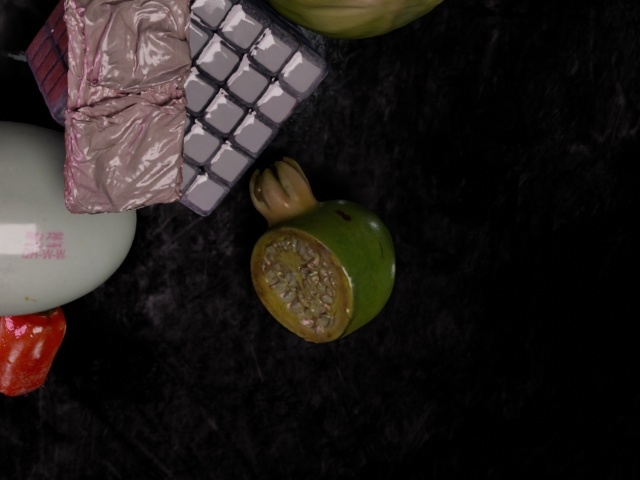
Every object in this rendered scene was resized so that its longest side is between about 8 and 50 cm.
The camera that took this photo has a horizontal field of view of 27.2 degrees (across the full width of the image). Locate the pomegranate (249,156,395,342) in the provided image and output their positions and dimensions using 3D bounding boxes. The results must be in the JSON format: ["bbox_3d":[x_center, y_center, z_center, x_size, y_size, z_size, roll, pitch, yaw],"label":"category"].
[{"bbox_3d":[-0.002,0.012,1.788,0.159,0.241,0.190,-37,159,-43],"label":"pomegranate"}]

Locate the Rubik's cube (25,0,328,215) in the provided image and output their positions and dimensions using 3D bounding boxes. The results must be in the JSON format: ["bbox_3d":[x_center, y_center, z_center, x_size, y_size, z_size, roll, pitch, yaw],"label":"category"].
[{"bbox_3d":[-0.169,-0.212,1.526,0.237,0.237,0.238,32,104,-30],"label":"Rubik's cube"}]

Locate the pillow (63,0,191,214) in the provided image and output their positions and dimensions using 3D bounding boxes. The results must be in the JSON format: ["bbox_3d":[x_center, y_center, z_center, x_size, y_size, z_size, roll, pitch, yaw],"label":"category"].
[{"bbox_3d":[-0.202,-0.140,1.385,0.135,0.049,0.248,-6,121,-22],"label":"pillow"}]

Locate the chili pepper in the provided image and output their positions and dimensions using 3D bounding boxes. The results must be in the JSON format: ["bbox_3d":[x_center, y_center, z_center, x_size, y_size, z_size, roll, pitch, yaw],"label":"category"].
[{"bbox_3d":[-0.373,0.111,1.711,0.084,0.086,0.192,21,120,-2],"label":"chili pepper"}]

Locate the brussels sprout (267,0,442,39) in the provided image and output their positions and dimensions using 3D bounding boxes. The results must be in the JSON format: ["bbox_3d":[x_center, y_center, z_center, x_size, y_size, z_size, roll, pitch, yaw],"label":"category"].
[{"bbox_3d":[0.050,-0.367,1.460,0.289,0.354,0.281,-13,112,-5],"label":"brussels sprout"}]

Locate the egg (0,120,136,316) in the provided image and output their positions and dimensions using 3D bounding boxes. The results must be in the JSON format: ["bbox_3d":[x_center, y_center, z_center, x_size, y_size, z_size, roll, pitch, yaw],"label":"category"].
[{"bbox_3d":[-0.400,-0.025,1.538,0.371,0.230,0.230,-1,118,-18],"label":"egg"}]
